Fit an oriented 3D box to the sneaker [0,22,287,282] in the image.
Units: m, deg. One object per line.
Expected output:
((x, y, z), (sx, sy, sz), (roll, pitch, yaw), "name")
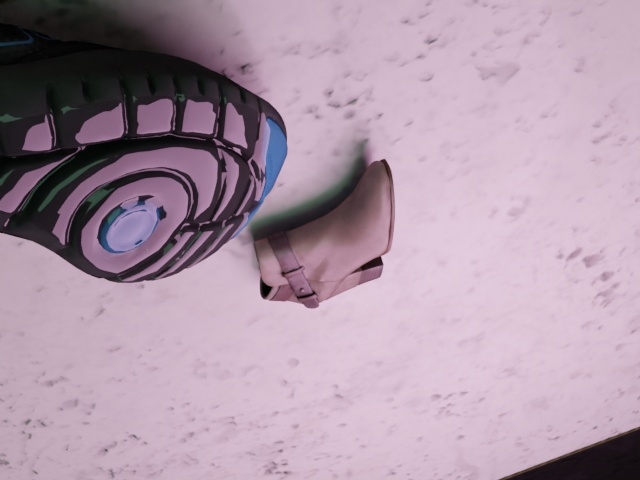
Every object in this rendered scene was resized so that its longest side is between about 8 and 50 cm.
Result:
((-0.155, -0.063, 0.460), (0.341, 0.139, 0.125), (4, 124, -50), "sneaker")

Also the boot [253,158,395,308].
((0.000, 0.000, 0.629), (0.087, 0.042, 0.118), (-8, 135, -11), "boot")
